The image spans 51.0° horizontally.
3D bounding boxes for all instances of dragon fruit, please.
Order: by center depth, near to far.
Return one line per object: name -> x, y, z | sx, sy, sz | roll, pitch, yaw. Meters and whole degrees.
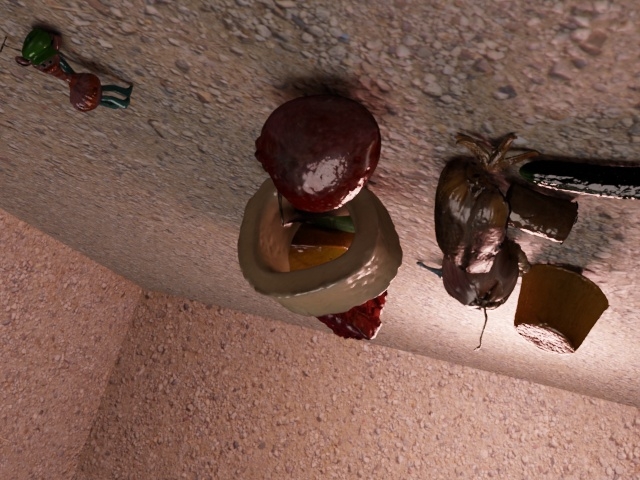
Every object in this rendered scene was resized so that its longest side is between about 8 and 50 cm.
dragon fruit -> 0.096, 0.212, 1.989 | 0.330, 0.302, 0.240 | 40, 149, 61

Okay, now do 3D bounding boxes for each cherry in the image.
cherry -> 0.007, -0.145, 1.089 | 0.175, 0.192, 0.249 | -16, 180, -38

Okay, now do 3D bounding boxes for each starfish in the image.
starfish -> 0.289, -0.131, 1.100 | 0.133, 0.041, 0.130 | 10, 164, 24

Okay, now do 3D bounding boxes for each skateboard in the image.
skateboard -> -0.549, -0.346, 1.253 | 0.083, 0.032, 0.064 | 19, 175, -16

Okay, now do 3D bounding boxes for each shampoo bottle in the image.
shampoo bottle -> 0.046, -0.052, 1.575 | 0.204, 0.065, 0.065 | 10, 163, 22

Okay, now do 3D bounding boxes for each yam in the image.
yam -> 0.389, -0.050, 1.206 | 0.127, 0.084, 0.084 | 19, 164, 0

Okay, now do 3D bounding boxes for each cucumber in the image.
cucumber -> 0.421, -0.097, 1.057 | 0.214, 0.052, 0.058 | 9, 172, 27

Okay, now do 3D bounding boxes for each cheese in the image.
cheese -> -0.001, -0.003, 1.401 | 0.332, 0.292, 0.153 | -6, 155, 27

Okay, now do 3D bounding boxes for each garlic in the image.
garlic -> 0.384, 0.104, 1.508 | 0.207, 0.257, 0.207 | -16, -176, 1

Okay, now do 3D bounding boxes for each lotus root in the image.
lotus root -> 0.263, -0.021, 1.273 | 0.167, 0.078, 0.329 | 49, 166, 28

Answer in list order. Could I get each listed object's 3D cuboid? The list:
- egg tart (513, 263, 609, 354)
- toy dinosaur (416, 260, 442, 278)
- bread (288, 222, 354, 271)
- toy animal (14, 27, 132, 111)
egg tart -> 0.554, 0.160, 1.585 | 0.215, 0.171, 0.215 | 28, 158, 12
toy dinosaur -> 0.350, 0.094, 1.799 | 0.197, 0.045, 0.080 | 22, 178, 9
bread -> -0.036, 0.039, 1.681 | 0.312, 0.173, 0.312 | 6, -178, 0
toy animal -> -0.446, -0.301, 1.222 | 0.208, 0.100, 0.103 | 28, -160, -42
